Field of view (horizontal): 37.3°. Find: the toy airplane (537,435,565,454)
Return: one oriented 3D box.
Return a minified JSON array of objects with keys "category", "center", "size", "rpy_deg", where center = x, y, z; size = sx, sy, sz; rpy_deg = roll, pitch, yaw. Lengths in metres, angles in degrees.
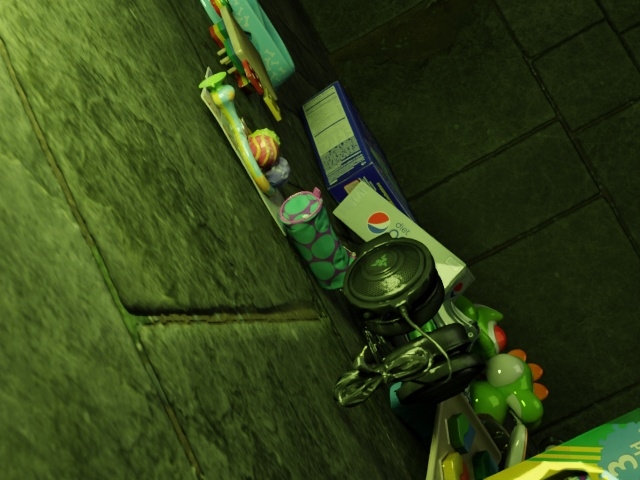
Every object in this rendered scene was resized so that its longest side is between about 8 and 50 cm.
[{"category":"toy airplane","center":[0.528,0.594,1.840],"size":[0.386,0.272,0.384],"rpy_deg":[9,30,-36]}]

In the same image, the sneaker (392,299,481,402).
[{"category":"sneaker","center":[0.252,0.245,1.739],"size":[0.282,0.153,0.099],"rpy_deg":[62,10,5]}]

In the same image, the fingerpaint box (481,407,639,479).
[{"category":"fingerpaint box","center":[0.351,0.444,1.047],"size":[0.163,0.371,0.445],"rpy_deg":[53,13,-45]}]

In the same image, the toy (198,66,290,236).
[{"category":"toy","center":[-0.089,-0.137,1.356],"size":[0.237,0.056,0.137],"rpy_deg":[57,12,-24]}]

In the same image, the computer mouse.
[{"category":"computer mouse","center":[0.120,0.151,1.609],"size":[0.184,0.060,0.262],"rpy_deg":[63,10,17]}]

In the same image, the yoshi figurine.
[{"category":"yoshi figurine","center":[0.283,0.245,1.883],"size":[0.203,0.203,0.362],"rpy_deg":[18,29,-51]}]

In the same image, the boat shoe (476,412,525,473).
[{"category":"boat shoe","center":[0.317,0.454,1.647],"size":[0.120,0.123,0.324],"rpy_deg":[-67,136,-84]}]

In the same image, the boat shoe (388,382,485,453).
[{"category":"boat shoe","center":[0.193,0.268,1.505],"size":[0.089,0.109,0.258],"rpy_deg":[-93,157,-43]}]

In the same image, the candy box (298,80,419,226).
[{"category":"candy box","center":[0.087,-0.159,2.131],"size":[0.268,0.122,0.317],"rpy_deg":[51,15,-41]}]

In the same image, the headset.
[{"category":"headset","center":[0.103,0.129,1.298],"size":[0.243,0.185,0.394],"rpy_deg":[63,5,-6]}]

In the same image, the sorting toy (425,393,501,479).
[{"category":"sorting toy","center":[0.216,0.343,1.392],"size":[0.193,0.038,0.208],"rpy_deg":[56,35,-27]}]

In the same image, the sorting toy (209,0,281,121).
[{"category":"sorting toy","center":[-0.135,-0.306,1.624],"size":[0.132,0.046,0.274],"rpy_deg":[50,14,-49]}]

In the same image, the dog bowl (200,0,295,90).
[{"category":"dog bowl","center":[-0.142,-0.412,1.806],"size":[0.297,0.074,0.166],"rpy_deg":[54,12,-39]}]

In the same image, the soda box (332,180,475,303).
[{"category":"soda box","center":[0.161,0.009,1.845],"size":[0.286,0.091,0.098],"rpy_deg":[41,-1,28]}]

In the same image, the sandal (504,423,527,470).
[{"category":"sandal","center":[0.302,0.408,1.413],"size":[0.102,0.076,0.265],"rpy_deg":[-45,144,-74]}]

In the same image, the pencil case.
[{"category":"pencil case","center":[0.000,0.000,1.361],"size":[0.064,0.070,0.151],"rpy_deg":[45,-11,50]}]
